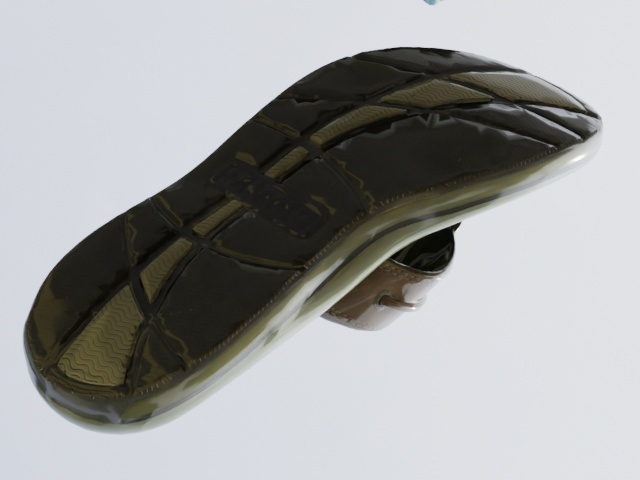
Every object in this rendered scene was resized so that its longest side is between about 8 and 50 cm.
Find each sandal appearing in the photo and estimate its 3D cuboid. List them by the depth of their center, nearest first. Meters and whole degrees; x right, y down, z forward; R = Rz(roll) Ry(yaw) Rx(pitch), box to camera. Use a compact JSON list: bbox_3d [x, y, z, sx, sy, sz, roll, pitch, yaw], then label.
[{"bbox_3d":[-0.002,0.000,0.838,0.303,0.086,0.120,-31,-132,-24],"label":"sandal"}]

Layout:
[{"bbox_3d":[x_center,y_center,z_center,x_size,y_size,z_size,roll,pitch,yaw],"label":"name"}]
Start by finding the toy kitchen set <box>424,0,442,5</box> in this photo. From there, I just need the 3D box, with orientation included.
[{"bbox_3d":[-0.027,-0.217,1.076,0.166,0.122,0.207,-32,-116,-15],"label":"toy kitchen set"}]
